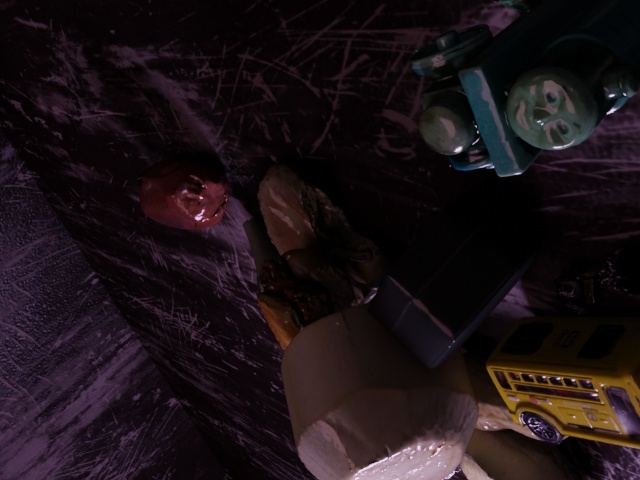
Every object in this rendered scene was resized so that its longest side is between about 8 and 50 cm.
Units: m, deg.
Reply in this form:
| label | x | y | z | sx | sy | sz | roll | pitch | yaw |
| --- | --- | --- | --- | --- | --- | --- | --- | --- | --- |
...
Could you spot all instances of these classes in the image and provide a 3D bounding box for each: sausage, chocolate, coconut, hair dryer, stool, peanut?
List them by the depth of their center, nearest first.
| label | x | y | z | sx | sy | sz | roll | pitch | yaw |
| --- | --- | --- | --- | --- | --- | --- | --- | --- | --- |
| chocolate | 0.351 | 0.058 | 0.908 | 0.072 | 0.070 | 0.147 | 51 | 148 | 5 |
| stool | 0.181 | 0.051 | 0.981 | 0.141 | 0.232 | 0.232 | 41 | 152 | 13 |
| coconut | 0.086 | 0.234 | 1.123 | 0.323 | 0.323 | 0.323 | 35 | 149 | 24 |
| peanut | 0.307 | 0.262 | 1.173 | 0.256 | 0.123 | 0.123 | 10 | 134 | 48 |
| hair dryer | -0.099 | 0.052 | 1.539 | 0.225 | 0.088 | 0.219 | 18 | -134 | -88 |
| sausage | -0.301 | -0.102 | 1.550 | 0.279 | 0.152 | 0.152 | 7 | 131 | 51 |

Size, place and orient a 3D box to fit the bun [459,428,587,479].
| label | x | y | z | sx | sy | sz | roll | pitch | yaw |
| --- | --- | --- | --- | --- | --- | --- | --- | --- | --- |
| bun | 0.371 | 0.426 | 1.258 | 0.287 | 0.146 | 0.287 | 45 | 167 | 14 |

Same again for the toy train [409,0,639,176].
| label | x | y | z | sx | sy | sz | roll | pitch | yaw |
| --- | --- | --- | --- | --- | --- | --- | --- | --- | --- |
| toy train | 0.210 | -0.160 | 0.592 | 0.194 | 0.298 | 0.120 | -2 | 121 | 48 |

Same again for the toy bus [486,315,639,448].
| label | x | y | z | sx | sy | sz | roll | pitch | yaw |
| --- | --- | --- | --- | --- | --- | --- | --- | --- | --- |
| toy bus | 0.382 | 0.182 | 0.928 | 0.151 | 0.145 | 0.331 | 55 | 152 | -14 |

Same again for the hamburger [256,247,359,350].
| label | x | y | z | sx | sy | sz | roll | pitch | yaw |
| --- | --- | --- | --- | --- | --- | --- | --- | --- | --- |
| hamburger | -0.026 | 0.129 | 1.300 | 0.245 | 0.155 | 0.282 | 50 | 162 | -7 |

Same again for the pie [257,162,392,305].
| label | x | y | z | sx | sy | sz | roll | pitch | yaw |
| --- | --- | --- | --- | --- | --- | --- | --- | --- | --- |
| pie | 0.000 | 0.000 | 1.331 | 0.337 | 0.075 | 0.337 | 38 | 156 | 21 |
